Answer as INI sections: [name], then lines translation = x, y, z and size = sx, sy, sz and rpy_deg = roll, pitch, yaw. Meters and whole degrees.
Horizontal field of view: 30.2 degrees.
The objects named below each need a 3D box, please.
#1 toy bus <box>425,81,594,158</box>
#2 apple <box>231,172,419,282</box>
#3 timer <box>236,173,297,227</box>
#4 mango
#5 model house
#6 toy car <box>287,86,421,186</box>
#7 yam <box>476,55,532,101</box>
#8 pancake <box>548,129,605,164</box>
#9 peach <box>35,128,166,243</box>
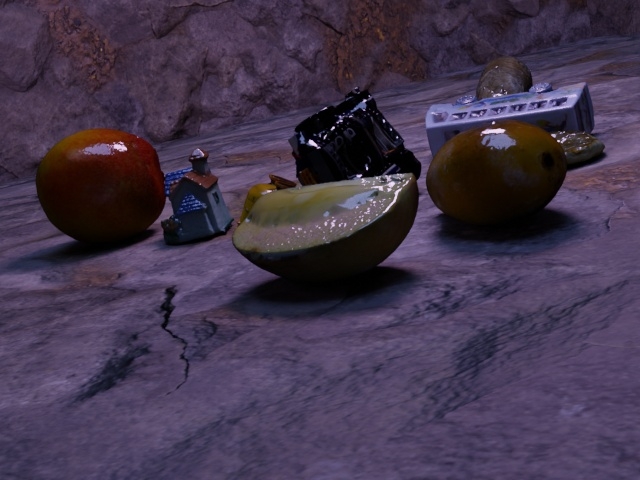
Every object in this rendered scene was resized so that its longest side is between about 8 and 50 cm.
[toy bus]
translation = 0.362, -0.228, 2.334
size = 0.329, 0.109, 0.136
rpy_deg = -6, 24, 26
[apple]
translation = 0.000, 0.000, 1.548
size = 0.265, 0.120, 0.193
rpy_deg = -6, 26, 38
[timer]
translation = -0.076, -0.045, 1.938
size = 0.107, 0.109, 0.107
rpy_deg = 19, 10, -3
[mango]
translation = 0.242, -0.091, 1.709
size = 0.192, 0.146, 0.316
rpy_deg = -12, -2, -10
[model house]
translation = -0.226, -0.081, 2.055
size = 0.119, 0.149, 0.148
rpy_deg = -10, 10, 9
[toy car]
translation = 0.048, -0.141, 1.989
size = 0.118, 0.193, 0.301
rpy_deg = -28, 4, 33
[yam]
translation = 0.423, -0.338, 2.740
size = 0.133, 0.133, 0.330
rpy_deg = -8, 16, 13
[pancake]
translation = 0.379, -0.152, 2.103
size = 0.253, 0.037, 0.253
rpy_deg = -11, 13, 2
[peach]
translation = -0.393, -0.097, 2.156
size = 0.230, 0.231, 0.231
rpy_deg = -11, 12, 2
